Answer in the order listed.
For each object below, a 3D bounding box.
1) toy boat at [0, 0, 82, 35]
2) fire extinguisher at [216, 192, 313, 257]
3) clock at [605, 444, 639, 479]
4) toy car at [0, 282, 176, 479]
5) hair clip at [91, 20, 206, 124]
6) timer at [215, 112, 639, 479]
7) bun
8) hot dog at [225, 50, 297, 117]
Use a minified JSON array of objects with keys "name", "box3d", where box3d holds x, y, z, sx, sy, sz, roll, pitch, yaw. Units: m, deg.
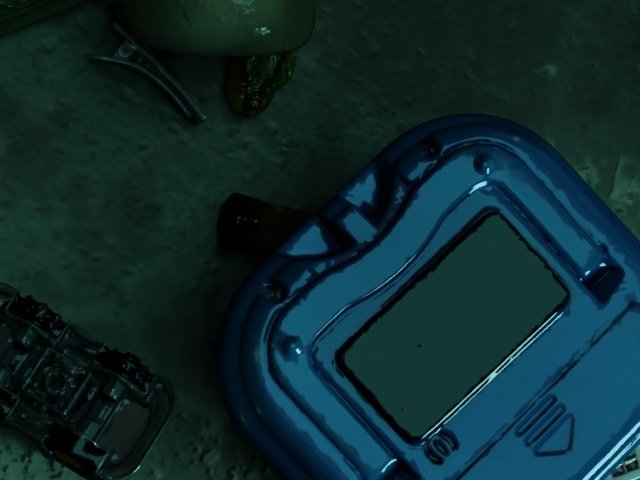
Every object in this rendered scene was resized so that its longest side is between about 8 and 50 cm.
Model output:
[{"name":"toy boat","box3d":[-0.213,-0.247,1.666,0.293,0.055,0.093,-35,93,-24]},{"name":"fire extinguisher","box3d":[0.000,0.000,1.722,0.177,0.050,0.062,14,38,-21]},{"name":"clock","box3d":[0.171,0.124,1.704,0.309,0.166,0.235,-18,89,-21]},{"name":"toy car","box3d":[-0.214,0.121,1.591,0.191,0.100,0.097,30,71,5]},{"name":"hair clip","box3d":[-0.146,-0.136,1.693,0.115,0.030,0.039,42,88,-9]},{"name":"timer","box3d":[0.106,0.086,1.556,0.340,0.115,0.309,-43,91,-12]},{"name":"bun","box3d":[-0.090,-0.213,1.634,0.173,0.166,0.113,8,102,19]},{"name":"hot dog","box3d":[-0.049,-0.168,1.730,0.056,0.041,0.133,15,76,-20]}]
